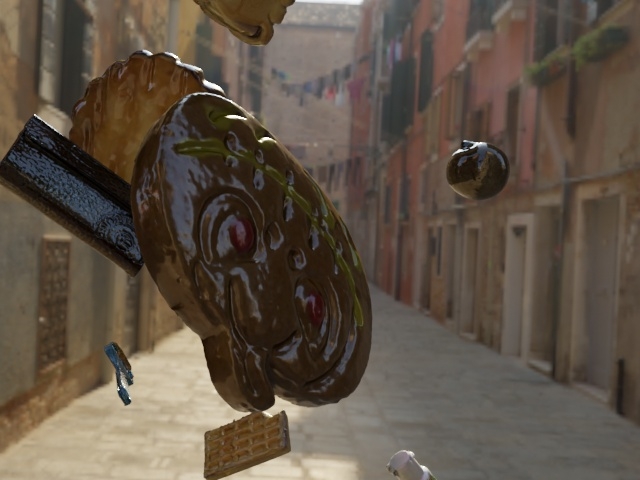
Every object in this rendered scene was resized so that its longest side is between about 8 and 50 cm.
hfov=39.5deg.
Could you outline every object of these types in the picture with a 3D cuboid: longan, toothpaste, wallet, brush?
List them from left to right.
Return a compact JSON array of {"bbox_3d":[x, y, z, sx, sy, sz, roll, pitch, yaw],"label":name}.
[{"bbox_3d":[-0.335,-0.065,1.271,0.243,0.133,0.039,39,-47,-22],"label":"wallet"},{"bbox_3d":[-0.209,0.142,0.936,0.014,0.051,0.164,-31,14,-9],"label":"brush"},{"bbox_3d":[0.212,0.453,1.435,0.058,0.314,0.056,-42,21,-13],"label":"toothpaste"},{"bbox_3d":[0.269,-0.122,1.533,0.113,0.113,0.092,3,-7,25],"label":"longan"}]

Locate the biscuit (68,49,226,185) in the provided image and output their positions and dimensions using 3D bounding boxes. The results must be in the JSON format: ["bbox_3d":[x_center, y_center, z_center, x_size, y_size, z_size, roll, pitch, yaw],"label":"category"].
[{"bbox_3d":[-0.282,-0.165,1.547,0.326,0.325,0.107,3,11,22],"label":"biscuit"}]

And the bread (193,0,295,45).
[{"bbox_3d":[-0.077,-0.368,1.163,0.134,0.225,0.081,17,33,-37],"label":"bread"}]

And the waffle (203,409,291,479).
[{"bbox_3d":[-0.106,0.287,1.269,0.135,0.021,0.092,-24,35,11],"label":"waffle"}]

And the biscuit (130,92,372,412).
[{"bbox_3d":[-0.056,0.027,1.005,0.070,0.350,0.394,-21,-42,29],"label":"biscuit"}]
